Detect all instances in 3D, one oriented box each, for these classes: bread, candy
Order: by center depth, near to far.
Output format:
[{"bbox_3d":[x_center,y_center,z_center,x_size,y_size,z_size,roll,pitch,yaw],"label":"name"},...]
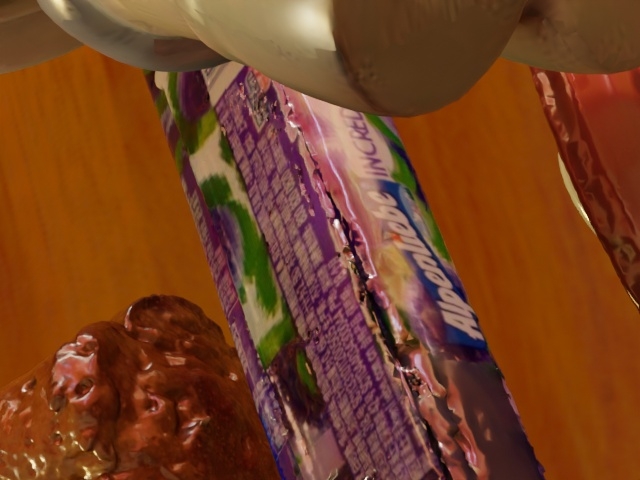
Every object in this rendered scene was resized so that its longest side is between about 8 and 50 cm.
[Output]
[{"bbox_3d":[0.000,0.000,0.743,0.061,0.088,0.312,10,43,-32],"label":"candy"},{"bbox_3d":[-0.089,0.155,1.103,0.135,0.246,0.232,-25,61,18],"label":"bread"}]

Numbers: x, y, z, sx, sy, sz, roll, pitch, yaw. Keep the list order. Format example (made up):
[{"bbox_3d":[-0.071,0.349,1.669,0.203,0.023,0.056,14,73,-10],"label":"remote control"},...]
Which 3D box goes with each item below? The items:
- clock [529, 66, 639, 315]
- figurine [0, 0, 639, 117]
[{"bbox_3d":[0.178,-0.006,0.834,0.080,0.318,0.318,-30,91,27],"label":"clock"},{"bbox_3d":[-0.081,-0.108,0.479,0.224,0.382,0.205,-7,119,-19],"label":"figurine"}]
